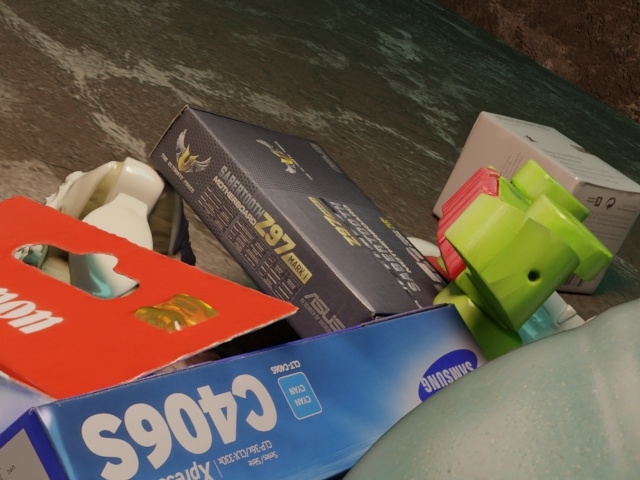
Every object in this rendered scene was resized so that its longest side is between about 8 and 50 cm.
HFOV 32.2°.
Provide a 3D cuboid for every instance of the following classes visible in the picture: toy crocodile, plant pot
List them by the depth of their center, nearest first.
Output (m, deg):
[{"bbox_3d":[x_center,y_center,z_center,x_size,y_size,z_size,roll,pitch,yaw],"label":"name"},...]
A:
[{"bbox_3d":[0.088,0.191,0.488,0.196,0.293,0.293,-16,17,13],"label":"plant pot"},{"bbox_3d":[0.132,-0.003,0.822,0.105,0.115,0.340,43,14,-4],"label":"toy crocodile"}]

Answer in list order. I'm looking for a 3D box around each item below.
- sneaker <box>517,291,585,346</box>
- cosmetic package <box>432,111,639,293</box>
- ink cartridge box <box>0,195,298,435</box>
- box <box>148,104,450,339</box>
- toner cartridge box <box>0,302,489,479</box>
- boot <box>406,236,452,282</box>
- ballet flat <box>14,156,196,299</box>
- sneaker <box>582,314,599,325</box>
[{"bbox_3d":[0.203,0.107,0.999,0.235,0.090,0.095,61,-10,15],"label":"sneaker"},{"bbox_3d":[0.271,-0.047,1.385,0.151,0.151,0.183,7,27,-41],"label":"cosmetic package"},{"bbox_3d":[-0.251,0.013,0.525,0.385,0.091,0.308,-18,24,-38],"label":"ink cartridge box"},{"bbox_3d":[0.000,0.000,0.854,0.233,0.059,0.183,47,21,26],"label":"box"},{"bbox_3d":[-0.049,0.123,0.595,0.348,0.165,0.075,-8,64,-55],"label":"toner cartridge box"},{"bbox_3d":[0.086,0.083,0.993,0.244,0.088,0.176,-2,42,-52],"label":"boot"},{"bbox_3d":[-0.150,0.017,0.812,0.147,0.147,0.409,21,21,-10],"label":"ballet flat"},{"bbox_3d":[0.208,0.160,0.819,0.146,0.105,0.296,-6,37,-7],"label":"sneaker"}]
